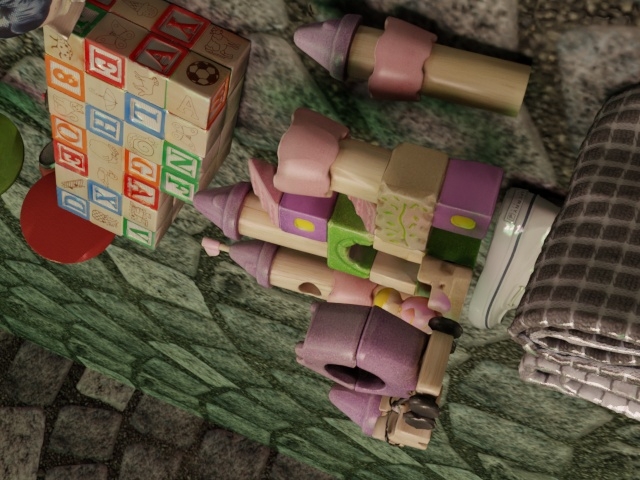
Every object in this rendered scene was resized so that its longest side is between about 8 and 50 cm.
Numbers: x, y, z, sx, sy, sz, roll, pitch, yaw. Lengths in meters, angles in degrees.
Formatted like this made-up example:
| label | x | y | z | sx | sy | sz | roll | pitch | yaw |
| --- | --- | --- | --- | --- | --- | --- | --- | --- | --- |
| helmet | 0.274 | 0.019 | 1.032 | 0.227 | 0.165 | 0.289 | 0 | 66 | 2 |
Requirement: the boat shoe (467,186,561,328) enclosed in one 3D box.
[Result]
| label | x | y | z | sx | sy | sz | roll | pitch | yaw |
| --- | --- | --- | --- | --- | --- | --- | --- | --- | --- |
| boat shoe | 0.203 | 0.037 | 0.846 | 0.075 | 0.083 | 0.226 | 21 | 154 | 15 |

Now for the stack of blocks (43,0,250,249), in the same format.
| label | x | y | z | sx | sy | sz | roll | pitch | yaw |
| --- | --- | --- | --- | --- | --- | --- | --- | --- | --- |
| stack of blocks | -0.187 | -0.113 | 0.877 | 0.171 | 0.087 | 0.297 | 26 | 145 | 2 |

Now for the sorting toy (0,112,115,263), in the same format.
| label | x | y | z | sx | sy | sz | roll | pitch | yaw |
| --- | --- | --- | --- | --- | --- | --- | --- | --- | --- |
| sorting toy | -0.410 | -0.078 | 1.068 | 0.365 | 0.127 | 0.126 | 30 | 165 | 6 |

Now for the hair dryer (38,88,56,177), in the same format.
| label | x | y | z | sx | sy | sz | roll | pitch | yaw |
| --- | --- | --- | --- | --- | --- | --- | --- | --- | --- |
| hair dryer | -0.269 | -0.073 | 1.103 | 0.223 | 0.080 | 0.293 | 27 | 156 | -2 |

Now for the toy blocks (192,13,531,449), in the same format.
| label | x | y | z | sx | sy | sz | roll | pitch | yaw |
| --- | --- | --- | --- | --- | --- | --- | --- | --- | --- |
| toy blocks | 0.000 | 0.000 | 0.704 | 0.260 | 0.309 | 0.289 | 16 | 153 | 8 |

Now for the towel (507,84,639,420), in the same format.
| label | x | y | z | sx | sy | sz | roll | pitch | yaw |
| --- | --- | --- | --- | --- | --- | --- | --- | --- | --- |
| towel | 0.295 | 0.017 | 0.544 | 0.283 | 0.235 | 0.121 | 13 | 146 | 27 |

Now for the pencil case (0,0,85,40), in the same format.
| label | x | y | z | sx | sy | sz | roll | pitch | yaw |
| --- | --- | --- | --- | --- | --- | --- | --- | --- | --- |
| pencil case | -0.186 | -0.274 | 0.540 | 0.183 | 0.160 | 0.410 | 19 | 161 | -28 |
